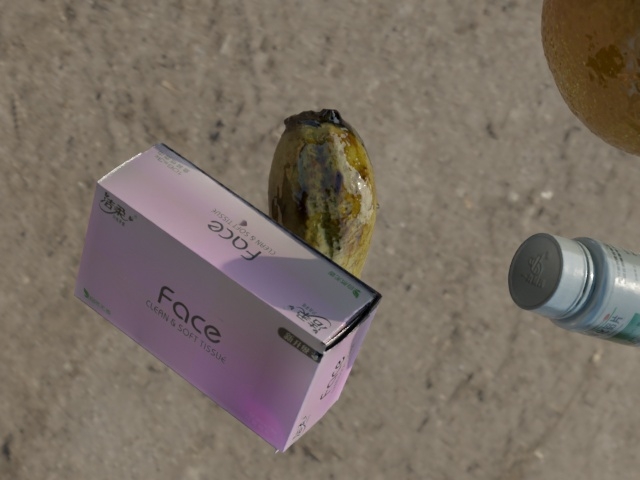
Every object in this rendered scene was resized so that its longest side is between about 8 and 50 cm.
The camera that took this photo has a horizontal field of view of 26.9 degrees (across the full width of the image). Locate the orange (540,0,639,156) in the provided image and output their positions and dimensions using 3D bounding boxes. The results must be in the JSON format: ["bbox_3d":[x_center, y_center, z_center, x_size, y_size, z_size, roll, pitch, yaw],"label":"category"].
[{"bbox_3d":[0.346,-0.208,1.257,0.274,0.274,0.274,-17,120,-31],"label":"orange"}]

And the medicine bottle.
[{"bbox_3d":[0.226,0.040,1.114,0.130,0.080,0.080,14,102,-32],"label":"medicine bottle"}]

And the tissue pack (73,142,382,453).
[{"bbox_3d":[-0.085,0.050,1.147,0.092,0.246,0.148,-40,158,-44],"label":"tissue pack"}]

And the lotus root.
[{"bbox_3d":[0.000,0.000,1.228,0.110,0.097,0.258,-24,133,-36],"label":"lotus root"}]
